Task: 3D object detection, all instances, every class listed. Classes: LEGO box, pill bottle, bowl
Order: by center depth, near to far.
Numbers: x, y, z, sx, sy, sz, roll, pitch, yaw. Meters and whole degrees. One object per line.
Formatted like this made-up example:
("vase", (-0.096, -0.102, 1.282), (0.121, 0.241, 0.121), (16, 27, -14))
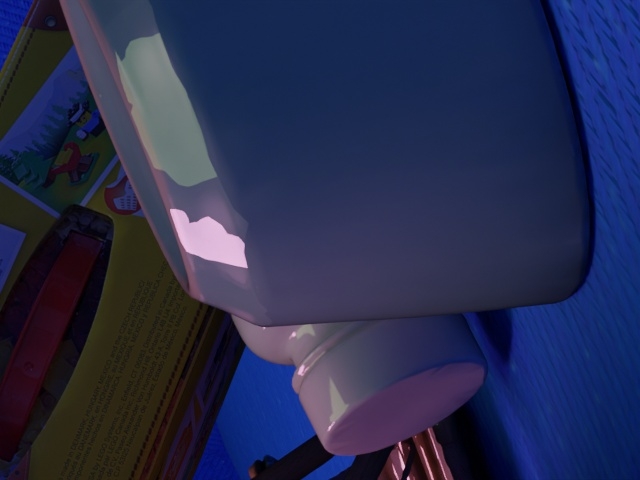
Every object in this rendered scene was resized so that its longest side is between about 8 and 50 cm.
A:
("bowl", (-0.019, -0.084, 0.820), (0.311, 0.163, 0.311), (158, 90, -81))
("pill bottle", (0.000, 0.000, 1.018), (0.131, 0.131, 0.229), (85, 160, -64))
("LEGO box", (-0.181, 0.110, 1.267), (0.372, 0.193, 0.500), (99, -168, -74))

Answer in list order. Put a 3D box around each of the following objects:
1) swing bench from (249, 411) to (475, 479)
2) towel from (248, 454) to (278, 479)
("swing bench", (0.042, 0.251, 1.189), (0.165, 0.255, 0.253), (-4, 116, 40))
("towel", (0.078, 0.362, 1.493), (0.370, 0.040, 0.271), (55, 177, -22))
